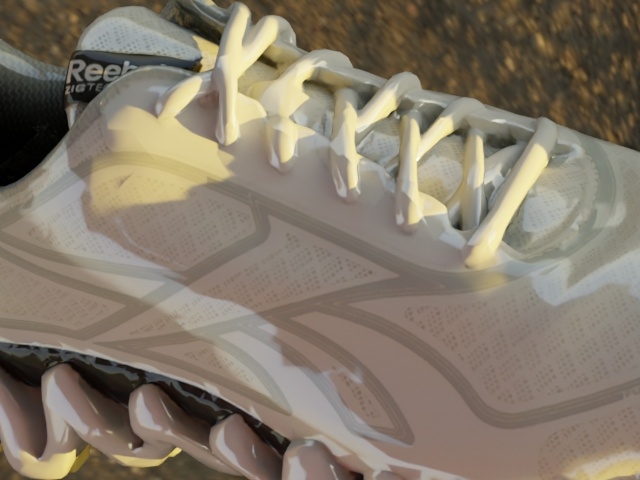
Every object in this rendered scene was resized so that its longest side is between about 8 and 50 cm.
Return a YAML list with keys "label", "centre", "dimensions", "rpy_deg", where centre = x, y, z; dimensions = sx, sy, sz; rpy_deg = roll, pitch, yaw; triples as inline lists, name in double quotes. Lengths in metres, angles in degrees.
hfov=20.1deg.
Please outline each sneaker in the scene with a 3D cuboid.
- label: "sneaker"
  centre: [0.000, 0.000, 0.439]
  dimensions: [0.292, 0.110, 0.118]
  rpy_deg: [2, 121, 28]
